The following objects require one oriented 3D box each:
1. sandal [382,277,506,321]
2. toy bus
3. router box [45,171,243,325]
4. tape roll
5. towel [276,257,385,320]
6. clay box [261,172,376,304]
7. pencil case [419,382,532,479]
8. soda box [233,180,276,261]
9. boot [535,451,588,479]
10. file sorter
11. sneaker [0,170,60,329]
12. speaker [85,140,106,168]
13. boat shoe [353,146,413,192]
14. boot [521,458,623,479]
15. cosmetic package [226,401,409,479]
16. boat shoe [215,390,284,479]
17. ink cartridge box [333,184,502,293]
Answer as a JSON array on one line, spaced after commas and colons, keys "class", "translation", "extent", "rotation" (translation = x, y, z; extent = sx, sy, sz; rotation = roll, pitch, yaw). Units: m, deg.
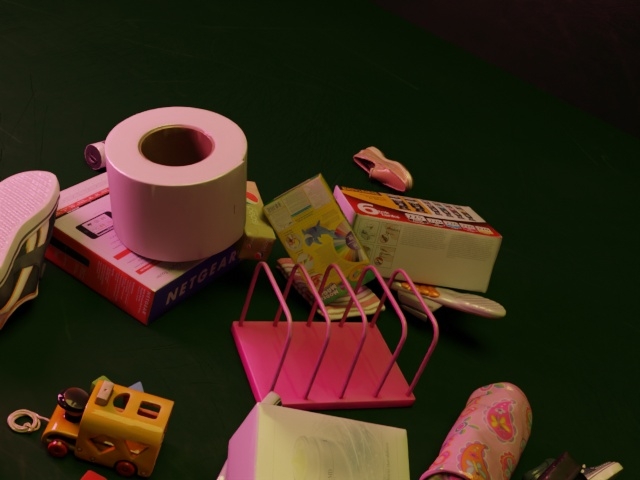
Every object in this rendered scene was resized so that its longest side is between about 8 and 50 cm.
[{"class": "sandal", "translation": [0.233, 0.133, 1.749], "extent": [0.265, 0.076, 0.102], "rotation": [18, 13, 23]}, {"class": "toy bus", "translation": [-0.310, 0.252, 1.250], "extent": [0.202, 0.104, 0.191], "rotation": [-13, 44, -42]}, {"class": "router box", "translation": [-0.332, -0.014, 1.660], "extent": [0.301, 0.082, 0.335], "rotation": [31, 34, 17]}, {"class": "tape roll", "translation": [-0.251, -0.102, 1.551], "extent": [0.246, 0.169, 0.246], "rotation": [3, 40, -3]}, {"class": "towel", "translation": [0.019, 0.088, 1.742], "extent": [0.144, 0.029, 0.197], "rotation": [-8, 38, -37]}, {"class": "clay box", "translation": [0.000, 0.000, 1.653], "extent": [0.222, 0.127, 0.053], "rotation": [61, 7, -10]}, {"class": "pencil case", "translation": [0.258, 0.344, 1.426], "extent": [0.124, 0.124, 0.284], "rotation": [29, 32, 13]}, {"class": "soda box", "translation": [-0.141, -0.041, 1.675], "extent": [0.061, 0.058, 0.181], "rotation": [7, 36, -25]}, {"class": "boot", "translation": [0.368, 0.488, 1.256], "extent": [0.260, 0.131, 0.348], "rotation": [46, 50, 16]}, {"class": "file sorter", "translation": [0.027, 0.155, 1.512], "extent": [0.291, 0.182, 0.202], "rotation": [3, 36, -26]}, {"class": "sneaker", "translation": [-0.519, 0.015, 1.456], "extent": [0.126, 0.127, 0.321], "rotation": [4, 40, 8]}, {"class": "speaker", "translation": [-0.441, -0.194, 1.896], "extent": [0.055, 0.055, 0.136], "rotation": [36, 35, 23]}, {"class": "boat shoe", "translation": [0.153, -0.169, 2.195], "extent": [0.072, 0.068, 0.190], "rotation": [-19, 38, -30]}, {"class": "boot", "translation": [0.427, 0.395, 1.481], "extent": [0.190, 0.069, 0.086], "rotation": [-12, 47, -39]}, {"class": "cosmetic package", "translation": [-0.006, 0.359, 1.166], "extent": [0.225, 0.138, 0.224], "rotation": [13, 50, -16]}, {"class": "boat shoe", "translation": [-0.092, 0.319, 1.300], "extent": [0.076, 0.080, 0.228], "rotation": [29, 34, 2]}, {"class": "ink cartridge box", "translation": [0.177, -0.017, 1.839], "extent": [0.310, 0.130, 0.272], "rotation": [9, 18, -14]}]
